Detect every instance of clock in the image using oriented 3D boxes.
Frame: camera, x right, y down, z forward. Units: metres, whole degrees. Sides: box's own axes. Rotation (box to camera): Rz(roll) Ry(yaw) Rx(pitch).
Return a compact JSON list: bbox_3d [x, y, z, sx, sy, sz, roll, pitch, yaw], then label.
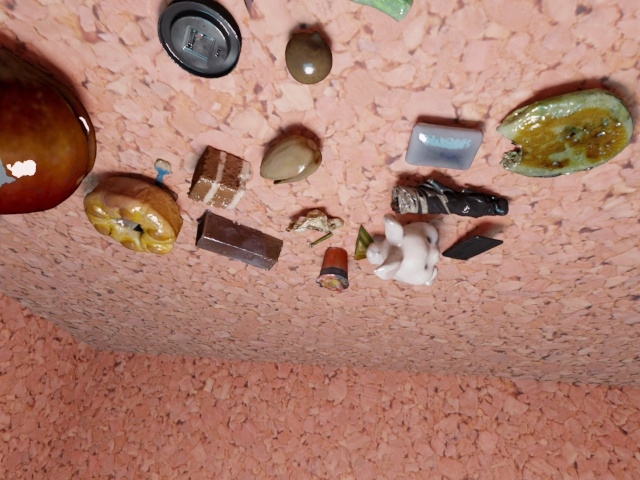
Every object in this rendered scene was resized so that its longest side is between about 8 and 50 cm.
[{"bbox_3d":[-0.263,-0.447,0.985,0.184,0.040,0.184,6,147,4],"label":"clock"}]

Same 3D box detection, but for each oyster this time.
[{"bbox_3d":[-0.016,-0.062,1.511,0.191,0.081,0.163,5,175,-23],"label":"oyster"}]

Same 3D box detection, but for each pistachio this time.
[{"bbox_3d":[-0.084,-0.213,1.226,0.129,0.131,0.206,38,142,-26],"label":"pistachio"}]

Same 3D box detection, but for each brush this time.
[{"bbox_3d":[-0.516,-0.207,1.438,0.051,0.014,0.164,22,146,-18],"label":"brush"}]

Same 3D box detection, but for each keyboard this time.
[{"bbox_3d":[0.512,0.011,1.451,0.103,0.041,0.381,11,158,-4],"label":"keyboard"}]

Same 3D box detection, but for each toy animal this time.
[{"bbox_3d":[0.247,0.037,1.386,0.241,0.196,0.367,2,174,13],"label":"toy animal"}]

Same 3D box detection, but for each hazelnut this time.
[{"bbox_3d":[-0.804,-0.253,1.104,0.429,0.402,0.402,23,146,-2],"label":"hazelnut"}]

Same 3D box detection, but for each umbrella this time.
[{"bbox_3d":[0.380,-0.119,1.302,0.358,0.106,0.113,3,-178,-9],"label":"umbrella"}]

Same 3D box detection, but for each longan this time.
[{"bbox_3d":[-0.025,-0.396,0.965,0.113,0.092,0.113,9,125,14],"label":"longan"}]

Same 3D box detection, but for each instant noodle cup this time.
[{"bbox_3d":[0.053,0.104,1.675,0.127,0.135,0.127,6,147,4],"label":"instant noodle cup"}]

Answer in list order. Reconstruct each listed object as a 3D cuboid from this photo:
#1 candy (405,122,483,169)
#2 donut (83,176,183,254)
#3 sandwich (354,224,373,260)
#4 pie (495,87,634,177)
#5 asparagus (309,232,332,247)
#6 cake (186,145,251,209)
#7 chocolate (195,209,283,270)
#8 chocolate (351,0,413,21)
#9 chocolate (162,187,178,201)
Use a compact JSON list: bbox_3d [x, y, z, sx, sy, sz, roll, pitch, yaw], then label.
[{"bbox_3d":[0.314,-0.240,1.145,0.174,0.071,0.138,8,148,3],"label":"candy"},{"bbox_3d":[-0.619,-0.083,1.492,0.317,0.150,0.299,32,147,-15],"label":"donut"},{"bbox_3d":[0.131,0.008,1.569,0.074,0.074,0.116,-11,142,27],"label":"sandwich"},{"bbox_3d":[0.582,-0.250,1.076,0.302,0.067,0.302,5,148,3],"label":"pie"},{"bbox_3d":[0.000,0.000,1.638,0.127,0.018,0.015,-30,97,44],"label":"asparagus"},{"bbox_3d":[-0.300,-0.179,1.328,0.147,0.135,0.134,21,145,-27],"label":"cake"},{"bbox_3d":[-0.305,0.009,1.635,0.321,0.112,0.112,22,142,-21],"label":"chocolate"},{"bbox_3d":[0.043,-0.493,0.797,0.291,0.110,0.110,22,145,-24],"label":"chocolate"},{"bbox_3d":[-0.535,-0.141,1.530,0.064,0.031,0.101,35,140,-29],"label":"chocolate"}]
